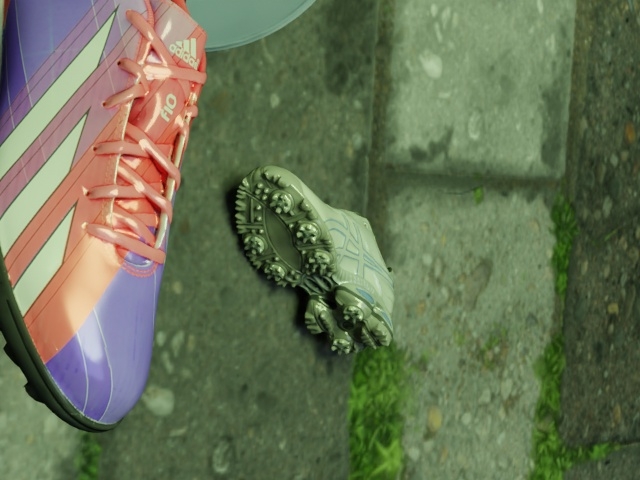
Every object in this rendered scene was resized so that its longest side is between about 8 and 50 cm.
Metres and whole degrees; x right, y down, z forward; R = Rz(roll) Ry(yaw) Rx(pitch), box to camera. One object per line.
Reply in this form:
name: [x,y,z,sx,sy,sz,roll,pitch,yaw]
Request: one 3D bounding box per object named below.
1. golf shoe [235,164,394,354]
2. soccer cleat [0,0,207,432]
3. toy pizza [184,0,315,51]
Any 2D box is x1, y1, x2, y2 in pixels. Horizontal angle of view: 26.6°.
golf shoe: [0.000,0.000,0.971,0.176,0.069,0.086,58,37,-35]
soccer cleat: [-0.110,-0.061,0.704,0.108,0.116,0.318,41,37,-59]
toy pizza: [-0.075,-0.210,0.820,0.201,0.032,0.201,-5,122,-8]
